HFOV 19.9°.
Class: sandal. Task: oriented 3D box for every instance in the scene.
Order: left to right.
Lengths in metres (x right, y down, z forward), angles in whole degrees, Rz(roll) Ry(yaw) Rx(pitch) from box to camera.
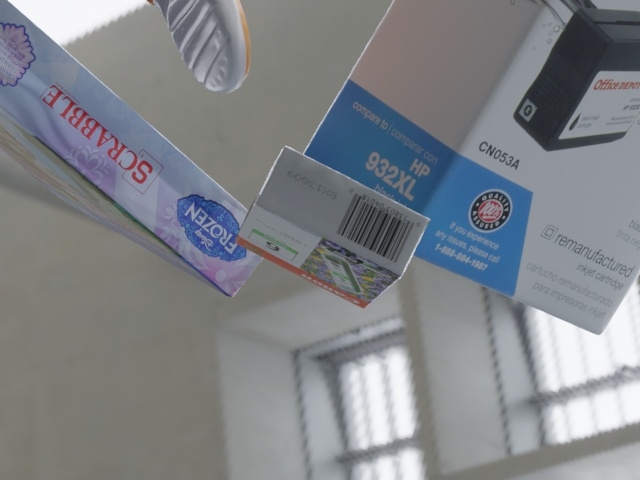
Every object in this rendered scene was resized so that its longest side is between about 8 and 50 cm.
[{"bbox_3d":[-0.075,-0.189,1.167,0.102,0.076,0.265,103,-31,-45],"label":"sandal"}]

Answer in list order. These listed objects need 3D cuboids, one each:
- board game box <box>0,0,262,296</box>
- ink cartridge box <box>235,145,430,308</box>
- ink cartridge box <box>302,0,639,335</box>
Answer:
[{"bbox_3d":[-0.228,-0.105,1.438,0.066,0.318,0.319,-53,-145,-8],"label":"board game box"},{"bbox_3d":[0.000,0.000,0.734,0.063,0.115,0.029,27,-104,-3],"label":"ink cartridge box"},{"bbox_3d":[0.165,-0.119,1.194,0.129,0.223,0.307,40,-78,47],"label":"ink cartridge box"}]
